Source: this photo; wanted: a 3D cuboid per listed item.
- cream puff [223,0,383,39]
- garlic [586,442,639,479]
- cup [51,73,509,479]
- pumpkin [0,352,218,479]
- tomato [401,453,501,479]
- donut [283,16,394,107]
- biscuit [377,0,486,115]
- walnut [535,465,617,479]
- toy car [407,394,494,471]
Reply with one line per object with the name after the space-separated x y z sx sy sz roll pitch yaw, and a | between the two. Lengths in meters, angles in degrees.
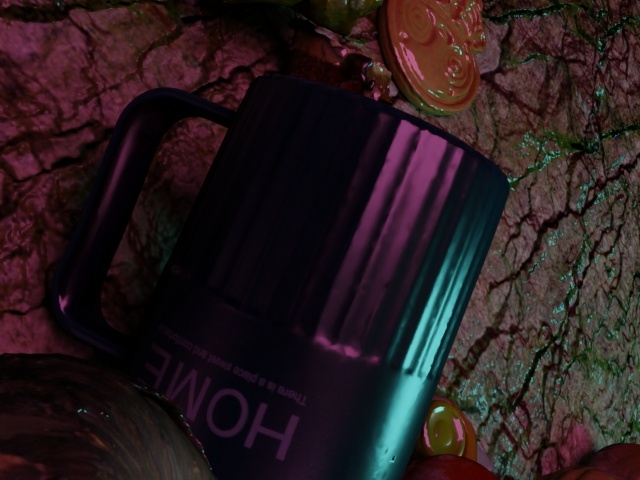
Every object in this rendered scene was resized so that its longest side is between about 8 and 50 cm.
-0.030 -0.335 0.804 0.268 0.155 0.241 1 39 -33 | cream puff
0.431 0.353 1.037 0.198 0.128 0.091 -13 101 -47 | garlic
-0.027 0.034 0.611 0.242 0.307 0.292 23 90 -51 | cup
-0.144 0.216 0.344 0.257 0.291 0.328 -28 85 1 | pumpkin
0.125 0.254 0.614 0.139 0.091 0.159 44 53 -14 | tomato
0.033 -0.150 0.863 0.126 0.144 0.186 -2 37 -49 | donut
0.177 -0.308 1.091 0.202 0.044 0.289 46 53 -21 | biscuit
0.297 0.395 0.842 0.225 0.256 0.257 71 35 -46 | walnut
0.120 0.284 0.760 0.235 0.145 0.235 16 64 -35 | toy car
